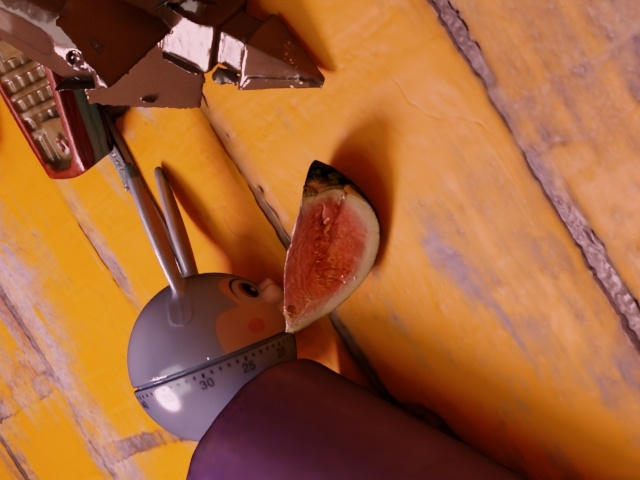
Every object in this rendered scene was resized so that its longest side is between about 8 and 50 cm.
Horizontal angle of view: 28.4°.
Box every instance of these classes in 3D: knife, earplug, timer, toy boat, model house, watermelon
[{"bbox_3d":[-0.186,-0.052,1.273,0.028,0.015,0.210,-9,110,59],"label":"knife"},{"bbox_3d":[0.114,0.268,1.011,0.456,0.215,0.215,21,133,36],"label":"earplug"},{"bbox_3d":[-0.098,0.058,1.169,0.175,0.175,0.255,3,90,50],"label":"timer"},{"bbox_3d":[-0.306,-0.244,1.197,0.136,0.079,0.392,-4,112,54],"label":"toy boat"},{"bbox_3d":[-0.114,-0.165,0.988,0.248,0.176,0.181,26,138,13],"label":"model house"},{"bbox_3d":[0.014,-0.001,1.026,0.069,0.087,0.163,13,137,5],"label":"watermelon"}]
